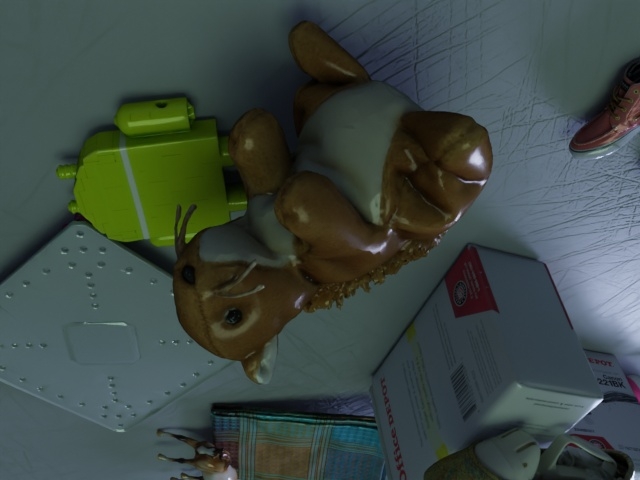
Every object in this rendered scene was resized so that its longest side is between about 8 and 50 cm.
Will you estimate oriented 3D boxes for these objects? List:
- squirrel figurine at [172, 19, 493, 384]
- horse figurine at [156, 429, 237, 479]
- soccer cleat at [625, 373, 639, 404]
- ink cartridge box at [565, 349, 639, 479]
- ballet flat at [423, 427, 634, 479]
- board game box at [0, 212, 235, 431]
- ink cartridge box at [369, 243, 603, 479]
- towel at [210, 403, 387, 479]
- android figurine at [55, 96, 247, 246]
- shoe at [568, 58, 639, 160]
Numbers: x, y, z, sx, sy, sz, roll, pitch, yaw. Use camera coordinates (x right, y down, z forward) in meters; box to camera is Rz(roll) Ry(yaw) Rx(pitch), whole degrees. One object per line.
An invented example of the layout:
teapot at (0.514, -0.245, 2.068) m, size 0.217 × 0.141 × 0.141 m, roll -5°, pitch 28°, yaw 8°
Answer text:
squirrel figurine at (0.000, 0.000, 0.930) m, size 0.370 × 0.281 × 0.397 m, roll -50°, pitch 157°, yaw -2°
horse figurine at (-0.235, 0.471, 1.521) m, size 0.174 × 0.066 × 0.263 m, roll 5°, pitch 133°, yaw 18°
soccer cleat at (0.686, 0.355, 1.539) m, size 0.143 × 0.116 × 0.331 m, roll -24°, pitch 138°, yaw 2°
ink cartridge box at (0.484, 0.332, 1.367) m, size 0.196 × 0.273 × 0.114 m, roll 11°, pitch 128°, yaw -18°
ballet flat at (0.311, 0.329, 1.075) m, size 0.348 × 0.123 × 0.123 m, roll 13°, pitch 131°, yaw -21°
board game box at (-0.358, 0.154, 1.238) m, size 0.389 × 0.050 × 0.390 m, roll -34°, pitch 129°, yaw 24°
ink cartridge box at (0.250, 0.244, 1.246) m, size 0.160 × 0.279 × 0.385 m, roll 12°, pitch 132°, yaw -20°
towel at (-0.037, 0.435, 1.526) m, size 0.369 × 0.040 × 0.272 m, roll 5°, pitch 133°, yaw 0°
android figurine at (-0.216, -0.081, 1.021) m, size 0.272 × 0.056 × 0.248 m, roll -8°, pitch 136°, yaw -3°
shoe at (0.407, -0.183, 1.000) m, size 0.177 × 0.064 × 0.081 m, roll -31°, pitch 129°, yaw 14°
